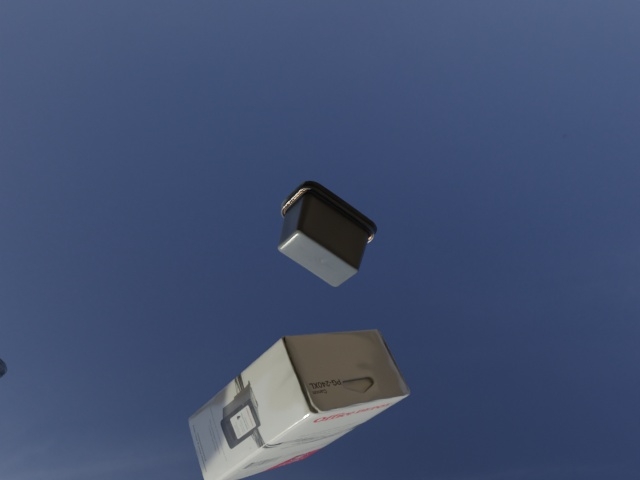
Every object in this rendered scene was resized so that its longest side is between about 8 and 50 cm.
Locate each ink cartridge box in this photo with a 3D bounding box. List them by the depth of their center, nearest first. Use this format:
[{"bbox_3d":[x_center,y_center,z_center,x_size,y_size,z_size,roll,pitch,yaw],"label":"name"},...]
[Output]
[{"bbox_3d":[-0.020,0.135,0.474,0.109,0.150,0.063,4,-128,-44],"label":"ink cartridge box"}]

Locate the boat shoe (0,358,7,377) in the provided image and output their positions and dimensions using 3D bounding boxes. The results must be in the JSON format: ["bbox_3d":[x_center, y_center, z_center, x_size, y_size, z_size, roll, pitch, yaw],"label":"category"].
[{"bbox_3d":[-0.326,0.048,0.444,0.121,0.335,0.119,40,-125,9],"label":"boat shoe"}]

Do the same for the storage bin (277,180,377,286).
[{"bbox_3d":[0.000,0.000,0.822,0.135,0.098,0.091,35,-138,-18],"label":"storage bin"}]
